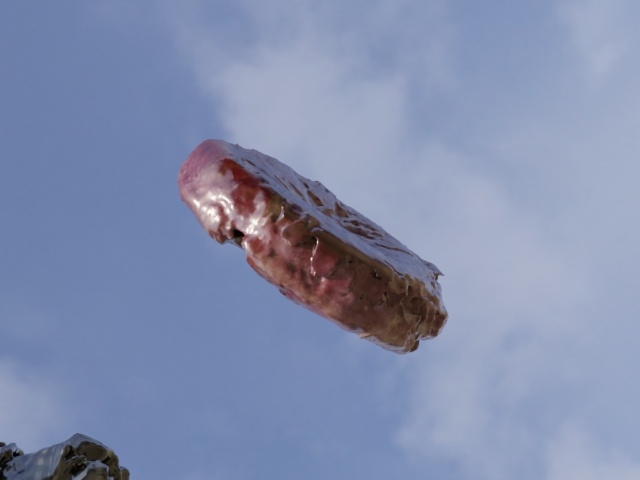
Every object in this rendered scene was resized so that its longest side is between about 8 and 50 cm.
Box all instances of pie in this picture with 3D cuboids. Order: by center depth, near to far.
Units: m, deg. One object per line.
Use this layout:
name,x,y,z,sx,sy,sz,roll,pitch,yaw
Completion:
pie,0.000,0.000,0.629,0.154,0.153,0.038,24,-75,-44

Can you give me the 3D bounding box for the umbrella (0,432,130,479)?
umbrella,-0.297,0.219,0.949,0.128,0.337,0.154,77,-173,-57
